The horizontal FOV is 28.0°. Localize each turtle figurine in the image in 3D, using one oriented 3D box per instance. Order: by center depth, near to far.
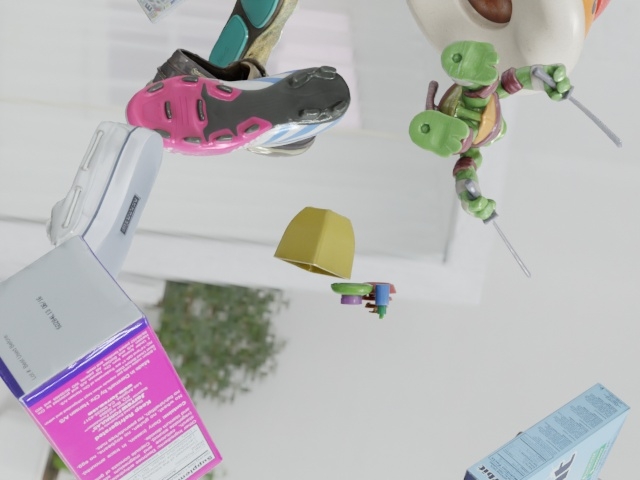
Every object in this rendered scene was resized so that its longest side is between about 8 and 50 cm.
[{"bbox_3d":[0.229,-0.128,1.545,0.274,0.198,0.266,61,17,17],"label":"turtle figurine"}]

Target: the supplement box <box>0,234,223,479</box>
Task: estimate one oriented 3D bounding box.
[{"bbox_3d":[-0.176,0.120,1.023,0.114,0.111,0.220,-34,142,-14],"label":"supplement box"}]

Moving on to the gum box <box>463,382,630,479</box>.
[{"bbox_3d":[0.184,0.227,1.140,0.184,0.041,0.157,-23,141,-37],"label":"gum box"}]

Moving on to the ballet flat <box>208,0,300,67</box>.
[{"bbox_3d":[-0.101,-0.409,2.335,0.348,0.123,0.123,-53,-166,50],"label":"ballet flat"}]

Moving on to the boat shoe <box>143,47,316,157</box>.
[{"bbox_3d":[-0.132,-0.240,2.222,0.355,0.132,0.130,10,121,-42],"label":"boat shoe"}]

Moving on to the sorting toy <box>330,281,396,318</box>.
[{"bbox_3d":[0.057,0.073,1.557,0.102,0.061,0.042,1,91,-50],"label":"sorting toy"}]

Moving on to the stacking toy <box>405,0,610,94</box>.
[{"bbox_3d":[0.386,-0.484,2.022,0.480,0.351,0.350,-39,149,-27],"label":"stacking toy"}]

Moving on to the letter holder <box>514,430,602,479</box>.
[{"bbox_3d":[0.357,0.450,1.798,0.214,0.302,0.152,-57,-168,8],"label":"letter holder"}]

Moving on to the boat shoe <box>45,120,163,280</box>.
[{"bbox_3d":[-0.260,-0.015,1.432,0.095,0.084,0.258,74,36,-63],"label":"boat shoe"}]

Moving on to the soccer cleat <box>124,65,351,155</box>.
[{"bbox_3d":[-0.117,-0.166,1.789,0.143,0.331,0.116,142,-63,-64],"label":"soccer cleat"}]

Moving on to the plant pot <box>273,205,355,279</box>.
[{"bbox_3d":[0.000,0.000,1.760,0.081,0.081,0.083,25,79,-45],"label":"plant pot"}]

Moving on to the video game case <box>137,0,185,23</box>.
[{"bbox_3d":[-0.261,-0.488,2.088,0.026,0.227,0.206,-41,101,-44],"label":"video game case"}]
